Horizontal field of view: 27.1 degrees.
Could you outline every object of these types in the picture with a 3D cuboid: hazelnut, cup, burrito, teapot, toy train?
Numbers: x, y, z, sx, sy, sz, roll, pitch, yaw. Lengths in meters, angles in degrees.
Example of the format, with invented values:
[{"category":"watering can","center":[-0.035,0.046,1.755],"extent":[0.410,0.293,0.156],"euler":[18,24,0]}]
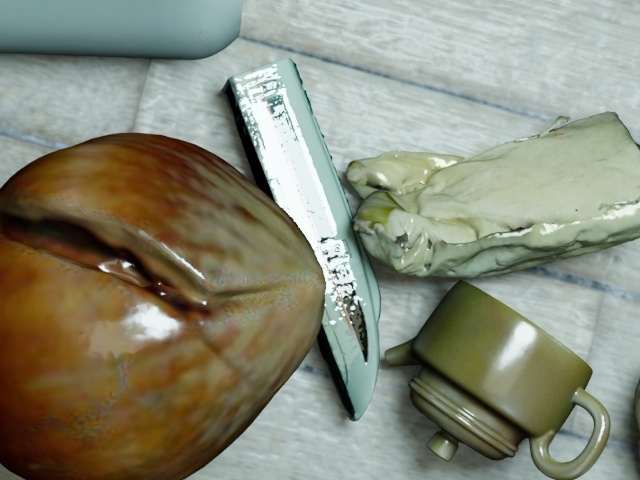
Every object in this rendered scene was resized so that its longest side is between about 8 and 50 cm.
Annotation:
[{"category":"hazelnut","center":[-0.180,0.060,1.307],"extent":[0.359,0.409,0.359],"euler":[1,101,7]},{"category":"cup","center":[-0.238,-0.295,1.418],"extent":[0.312,0.205,0.205],"euler":[3,88,-6]},{"category":"burrito","center":[0.199,-0.033,1.470],"extent":[0.331,0.135,0.190],"euler":[-11,46,-1]},{"category":"teapot","center":[0.187,0.168,1.444],"extent":[0.267,0.185,0.175],"euler":[34,90,30]},{"category":"toy train","center":[0.000,0.000,1.492],"extent":[0.088,0.086,0.407],"euler":[-20,91,-10]}]

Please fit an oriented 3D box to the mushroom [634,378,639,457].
[{"category":"mushroom","center":[0.450,0.229,1.464],"extent":[0.184,0.255,0.255],"euler":[-28,91,30]}]
